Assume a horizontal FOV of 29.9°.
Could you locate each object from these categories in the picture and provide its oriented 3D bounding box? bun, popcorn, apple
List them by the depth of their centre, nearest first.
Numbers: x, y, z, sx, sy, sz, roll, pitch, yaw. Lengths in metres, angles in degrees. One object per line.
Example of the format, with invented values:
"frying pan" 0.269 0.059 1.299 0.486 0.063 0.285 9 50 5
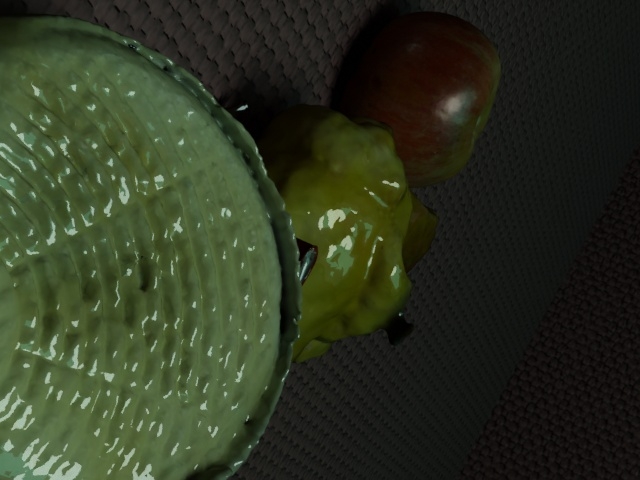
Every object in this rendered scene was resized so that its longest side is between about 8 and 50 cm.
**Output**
"bun" -0.198 0.032 0.841 0.364 0.202 0.364 11 74 -43
"popcorn" 0.000 0.000 1.223 0.316 0.281 0.297 -19 149 -43
"apple" 0.115 -0.164 1.407 0.209 0.164 0.209 -61 168 -23

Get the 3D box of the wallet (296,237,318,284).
"wallet" -0.118 0.027 1.052 0.142 0.204 0.045 -58 154 -14
